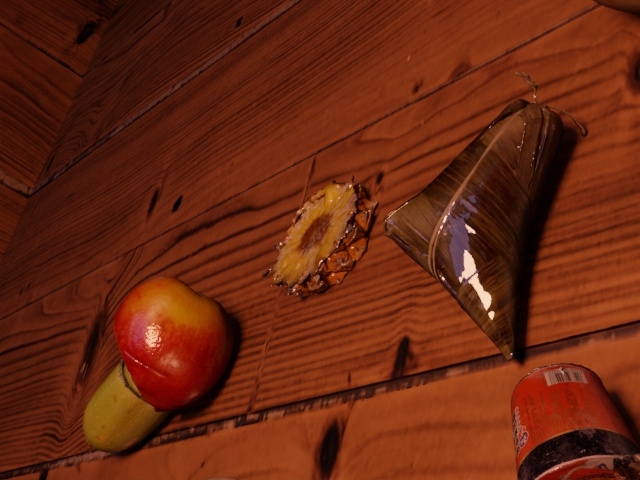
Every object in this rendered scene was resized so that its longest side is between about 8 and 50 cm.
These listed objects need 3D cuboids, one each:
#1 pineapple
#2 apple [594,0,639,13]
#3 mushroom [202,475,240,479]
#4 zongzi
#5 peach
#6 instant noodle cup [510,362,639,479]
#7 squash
[{"bbox_3d":[0.000,0.000,1.362,0.221,0.047,0.221,-39,30,28],"label":"pineapple"},{"bbox_3d":[0.359,-0.381,0.999,0.257,0.234,0.256,-41,32,33],"label":"apple"},{"bbox_3d":[-0.141,0.363,1.072,0.206,0.209,0.206,-22,25,11],"label":"mushroom"},{"bbox_3d":[0.223,-0.025,1.013,0.247,0.111,0.241,-46,48,7],"label":"zongzi"},{"bbox_3d":[-0.232,0.158,1.409,0.190,0.190,0.192,6,61,58],"label":"peach"},{"bbox_3d":[0.217,0.180,0.789,0.127,0.127,0.135,-43,24,24],"label":"instant noodle cup"},{"bbox_3d":[-0.316,0.275,1.492,0.186,0.123,0.123,-48,30,22],"label":"squash"}]
